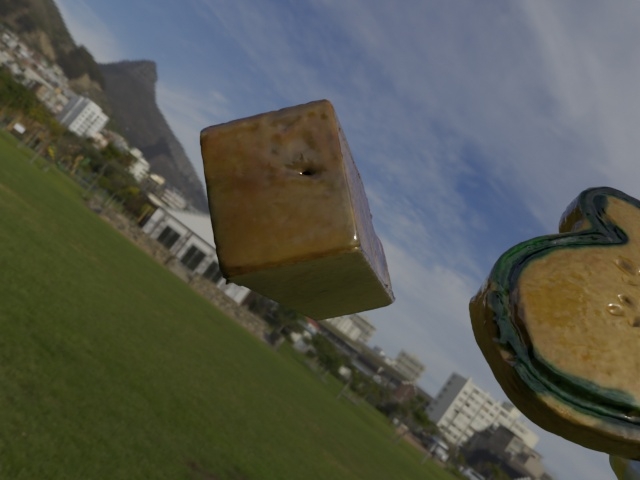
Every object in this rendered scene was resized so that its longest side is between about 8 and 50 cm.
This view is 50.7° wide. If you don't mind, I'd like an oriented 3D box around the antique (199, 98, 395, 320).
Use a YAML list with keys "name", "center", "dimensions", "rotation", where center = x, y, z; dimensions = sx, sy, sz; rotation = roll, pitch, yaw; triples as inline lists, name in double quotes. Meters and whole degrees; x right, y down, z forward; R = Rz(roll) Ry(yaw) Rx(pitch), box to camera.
- name: "antique"
  center: [0.000, 0.000, 0.529]
  dimensions: [0.310, 0.088, 0.093]
  rotation: [49, 30, -74]

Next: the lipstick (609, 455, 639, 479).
- name: "lipstick"
  center: [0.301, 0.230, 0.561]
  dimensions: [0.059, 0.059, 0.264]
  rotation: [37, 9, 6]

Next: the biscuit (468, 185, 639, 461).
- name: "biscuit"
  center: [0.307, 0.061, 0.621]
  dimensions: [0.344, 0.287, 0.057]
  rotation: [5, -39, -8]
